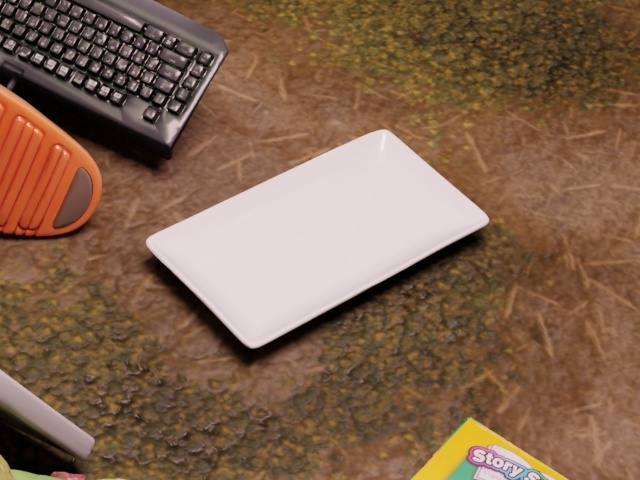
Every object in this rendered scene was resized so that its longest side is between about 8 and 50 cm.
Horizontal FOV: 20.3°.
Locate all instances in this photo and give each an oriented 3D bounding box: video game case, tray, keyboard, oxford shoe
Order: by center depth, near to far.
[{"bbox_3d":[-0.262,0.090,1.248,0.173,0.190,0.022,22,76,21],"label":"video game case"},{"bbox_3d":[-0.345,-0.120,1.476,0.364,0.130,0.132,27,19,-10],"label":"oxford shoe"},{"bbox_3d":[0.000,0.000,1.504,0.270,0.030,0.145,-27,54,-32],"label":"tray"},{"bbox_3d":[-0.259,-0.158,1.552,0.317,0.033,0.201,26,80,11],"label":"keyboard"}]

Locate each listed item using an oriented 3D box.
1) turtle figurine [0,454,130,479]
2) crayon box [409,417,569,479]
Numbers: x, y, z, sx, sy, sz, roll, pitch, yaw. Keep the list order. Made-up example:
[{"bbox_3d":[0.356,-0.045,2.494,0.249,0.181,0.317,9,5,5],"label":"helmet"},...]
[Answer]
[{"bbox_3d":[-0.249,0.210,1.192,0.266,0.274,0.198,21,15,-20],"label":"turtle figurine"},{"bbox_3d":[0.163,0.262,1.231,0.278,0.081,0.165,32,47,21],"label":"crayon box"}]
